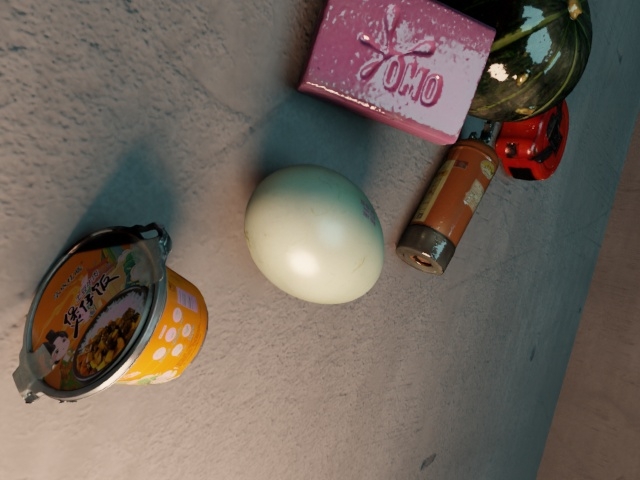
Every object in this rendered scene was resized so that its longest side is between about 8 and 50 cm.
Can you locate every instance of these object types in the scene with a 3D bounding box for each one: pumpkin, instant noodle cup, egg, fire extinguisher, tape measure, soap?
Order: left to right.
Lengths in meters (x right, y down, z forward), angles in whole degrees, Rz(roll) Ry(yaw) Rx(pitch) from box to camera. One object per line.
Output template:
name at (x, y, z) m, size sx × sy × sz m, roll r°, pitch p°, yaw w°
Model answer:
instant noodle cup at (-0.208, 0.088, 0.477) m, size 0.208 × 0.178 × 0.125 m, roll -35°, pitch 148°, yaw 5°
egg at (0.000, 0.000, 0.630) m, size 0.183 × 0.182 × 0.264 m, roll -61°, pitch 140°, yaw -13°
soap at (0.113, -0.269, 0.644) m, size 0.259 × 0.081 × 0.181 m, roll 18°, pitch 98°, yaw -13°
fire extinguisher at (0.295, -0.103, 0.964) m, size 0.376 × 0.113 × 0.200 m, roll -59°, pitch 176°, yaw -12°
pumpkin at (0.350, -0.382, 0.797) m, size 0.322 × 0.241 × 0.324 m, roll 3°, pitch 84°, yaw -29°
tape measure at (0.586, -0.293, 1.166) m, size 0.260 × 0.113 × 0.254 m, roll 27°, pitch 83°, yaw -45°
